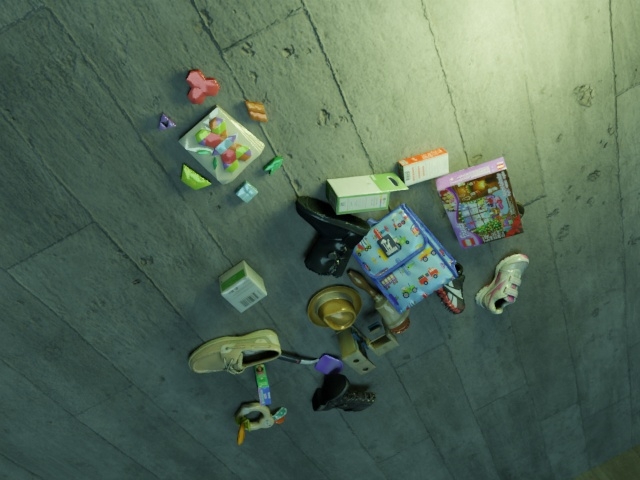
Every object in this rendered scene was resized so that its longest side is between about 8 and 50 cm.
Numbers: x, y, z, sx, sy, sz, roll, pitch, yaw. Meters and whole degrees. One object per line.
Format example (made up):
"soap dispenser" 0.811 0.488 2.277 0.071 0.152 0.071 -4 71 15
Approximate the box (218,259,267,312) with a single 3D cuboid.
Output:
"box" -0.233 0.137 1.485 0.101 0.087 0.102 -35 125 6

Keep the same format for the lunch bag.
"lunch bag" 0.246 0.039 1.540 0.221 0.138 0.293 -38 98 20

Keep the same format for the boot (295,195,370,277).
"boot" 0.000 0.000 1.467 0.246 0.094 0.207 21 117 -22

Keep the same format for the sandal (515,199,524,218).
"sandal" 0.557 -0.122 1.593 0.219 0.060 0.090 17 136 -10

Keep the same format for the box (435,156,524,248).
"box" 0.493 -0.104 1.524 0.201 0.057 0.293 -17 135 21

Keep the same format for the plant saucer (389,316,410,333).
"plant saucer" 0.287 0.304 1.806 0.083 0.013 0.083 -8 123 -13

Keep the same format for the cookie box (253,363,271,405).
"cookie box" -0.201 0.498 1.716 0.040 0.107 0.092 -10 124 -12

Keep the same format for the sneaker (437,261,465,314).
"sneaker" 0.449 0.151 1.707 0.135 0.098 0.276 -36 124 10

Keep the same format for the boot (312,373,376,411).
"boot" 0.112 0.581 1.874 0.229 0.091 0.263 11 140 -25

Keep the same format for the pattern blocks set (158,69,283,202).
"pattern blocks set" -0.251 -0.244 1.272 0.325 0.026 0.285 28 110 -31

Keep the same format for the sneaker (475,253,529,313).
"sneaker" 0.671 0.165 1.779 0.103 0.111 0.252 15 116 -25

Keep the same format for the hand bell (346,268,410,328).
"hand bell" 0.174 0.177 1.649 0.242 0.126 0.126 41 103 -22

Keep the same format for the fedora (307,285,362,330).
"fedora" 0.055 0.241 1.650 0.194 0.079 0.194 -8 123 -12

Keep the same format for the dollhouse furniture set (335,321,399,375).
"dollhouse furniture set" 0.172 0.350 1.710 0.183 0.129 0.129 -32 127 15

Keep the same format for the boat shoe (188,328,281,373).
"boat shoe" -0.279 0.378 1.619 0.302 0.098 0.109 -13 125 -10

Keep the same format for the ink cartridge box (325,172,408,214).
"ink cartridge box" 0.130 -0.135 1.414 0.209 0.109 0.062 -8 124 -13

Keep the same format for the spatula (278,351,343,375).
"spatula" -0.053 0.427 1.765 0.296 0.030 0.084 19 117 -27

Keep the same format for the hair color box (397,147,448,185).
"hair color box" 0.302 -0.215 1.458 0.141 0.043 0.072 -17 125 -8

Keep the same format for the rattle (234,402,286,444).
"rattle" -0.207 0.678 1.816 0.199 0.143 0.130 23 94 -22
